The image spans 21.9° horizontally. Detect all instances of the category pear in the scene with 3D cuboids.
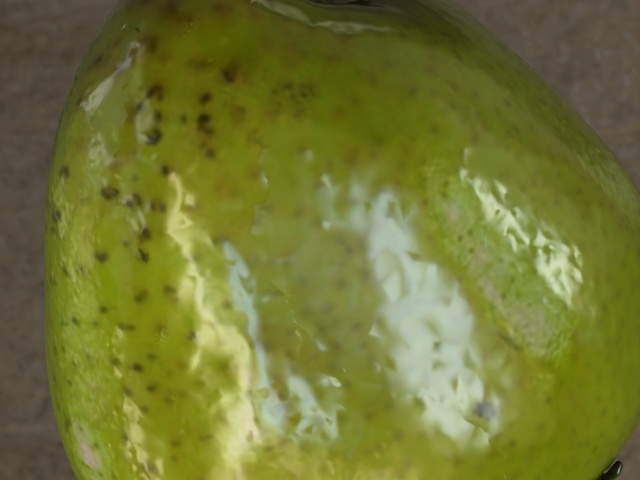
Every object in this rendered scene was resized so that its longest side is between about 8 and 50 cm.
[{"bbox_3d":[0.000,0.000,0.838,0.342,0.318,0.238,-28,24,-3],"label":"pear"}]
